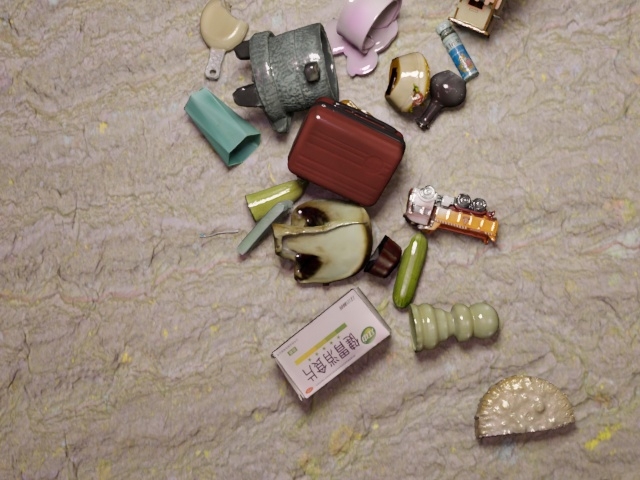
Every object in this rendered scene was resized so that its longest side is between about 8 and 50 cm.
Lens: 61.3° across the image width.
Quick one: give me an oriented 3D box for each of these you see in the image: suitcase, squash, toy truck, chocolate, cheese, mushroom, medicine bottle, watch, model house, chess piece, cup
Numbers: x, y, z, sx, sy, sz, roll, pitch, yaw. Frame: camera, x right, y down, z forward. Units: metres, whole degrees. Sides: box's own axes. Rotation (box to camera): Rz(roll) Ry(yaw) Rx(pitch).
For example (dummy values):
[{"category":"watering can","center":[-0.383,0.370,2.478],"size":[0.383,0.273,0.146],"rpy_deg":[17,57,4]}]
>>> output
[{"category":"suitcase","center":[0.073,-0.252,1.540],"size":[0.297,0.161,0.236],"rpy_deg":[24,125,-7]},{"category":"squash","center":[-0.126,-0.147,1.695],"size":[0.224,0.094,0.094],"rpy_deg":[-27,84,0]},{"category":"squash","center":[0.271,0.090,1.634],"size":[0.069,0.069,0.238],"rpy_deg":[17,89,8]},{"category":"toy truck","center":[0.386,-0.073,1.609],"size":[0.271,0.114,0.135],"rpy_deg":[15,84,6]},{"category":"chocolate","center":[0.188,0.069,1.620],"size":[0.080,0.148,0.125],"rpy_deg":[29,131,8]},{"category":"cheese","center":[-0.342,-0.661,1.759],"size":[0.164,0.071,0.248],"rpy_deg":[33,92,8]},{"category":"mushroom","center":[0.007,0.005,1.654],"size":[0.292,0.211,0.217],"rpy_deg":[-14,127,-2]},{"category":"medicine bottle","center":[0.420,-0.581,1.661],"size":[0.051,0.051,0.191],"rpy_deg":[-28,83,5]},{"category":"watch","center":[0.121,-0.654,1.621],"size":[0.211,0.217,0.248],"rpy_deg":[42,92,8]},{"category":"model house","center":[0.485,-0.704,1.572],"size":[0.169,0.244,0.326],"rpy_deg":[25,57,6]},{"category":"chess piece","center":[0.393,0.245,1.584],"size":[0.252,0.144,0.144],"rpy_deg":[-6,86,1]},{"category":"cup","center":[-0.318,-0.362,1.714],"size":[0.236,0.134,0.148],"rpy_deg":[44,90,12]}]

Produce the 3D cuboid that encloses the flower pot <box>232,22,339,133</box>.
[{"category":"flower pot","center":[-0.103,-0.475,1.607],"size":[0.283,0.299,0.298],"rpy_deg":[-9,86,11]}]

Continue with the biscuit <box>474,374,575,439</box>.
[{"category":"biscuit","center":[0.571,0.481,1.562],"size":[0.281,0.084,0.179],"rpy_deg":[-17,85,7]}]

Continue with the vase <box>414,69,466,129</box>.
[{"category":"vase","center":[0.357,-0.419,1.635],"size":[0.120,0.120,0.182],"rpy_deg":[37,106,8]}]

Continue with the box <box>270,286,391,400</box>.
[{"category":"box","center":[0.031,0.304,1.615],"size":[0.333,0.145,0.173],"rpy_deg":[-39,81,3]}]

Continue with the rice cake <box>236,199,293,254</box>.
[{"category":"rice cake","center":[-0.172,-0.043,1.667],"size":[0.042,0.080,0.222],"rpy_deg":[46,113,2]}]

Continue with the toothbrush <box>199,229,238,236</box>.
[{"category":"toothbrush","center":[-0.328,-0.023,1.750],"size":[0.132,0.011,0.013],"rpy_deg":[-6,107,7]}]

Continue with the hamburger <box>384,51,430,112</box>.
[{"category":"hamburger","center":[0.258,-0.465,1.598],"size":[0.116,0.210,0.172],"rpy_deg":[8,100,-5]}]

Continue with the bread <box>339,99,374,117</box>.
[{"category":"bread","center":[0.117,-0.313,1.653],"size":[0.233,0.088,0.161],"rpy_deg":[42,109,-9]}]
